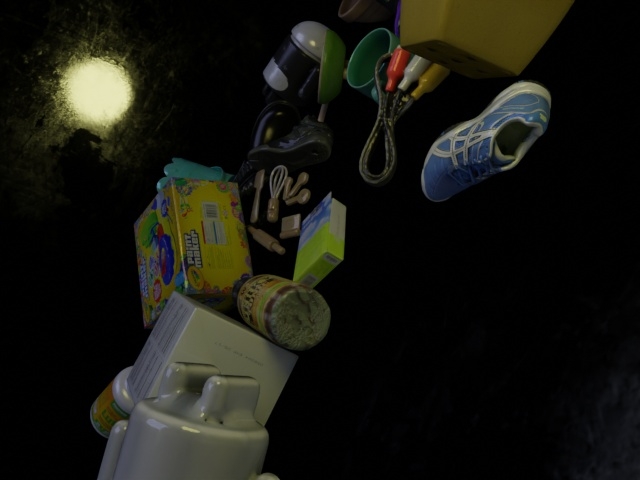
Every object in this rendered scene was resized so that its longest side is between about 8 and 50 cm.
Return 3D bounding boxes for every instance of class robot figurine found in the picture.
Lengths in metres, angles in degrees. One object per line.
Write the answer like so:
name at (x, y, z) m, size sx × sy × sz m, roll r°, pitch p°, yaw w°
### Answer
robot figurine at (-0.192, 0.355, 0.909) m, size 0.300 × 0.200 × 0.353 m, roll 11°, pitch 82°, yaw 30°
robot figurine at (-0.056, -0.510, 1.916) m, size 0.278 × 0.209 × 0.174 m, roll -51°, pitch -15°, yaw 25°

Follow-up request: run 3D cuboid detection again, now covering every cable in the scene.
cable at (0.124, -0.242, 1.160) m, size 0.287 × 0.140 × 0.072 m, roll -60°, pitch -18°, yaw -12°

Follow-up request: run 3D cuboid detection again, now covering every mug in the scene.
mug at (0.127, -0.333, 1.301) m, size 0.130 × 0.097 × 0.157 m, roll 8°, pitch 79°, yaw 55°

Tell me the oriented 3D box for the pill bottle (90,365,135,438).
pill bottle at (-0.496, 0.414, 1.698) m, size 0.246 × 0.136 × 0.136 m, roll -45°, pitch 24°, yaw 36°

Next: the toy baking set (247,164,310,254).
toy baking set at (-0.100, -0.077, 1.513) m, size 0.256 × 0.030 × 0.196 m, roll 25°, pitch 89°, yaw 51°

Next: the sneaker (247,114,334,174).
sneaker at (-0.066, -0.235, 1.589) m, size 0.228 × 0.087 × 0.130 m, roll -12°, pitch 36°, yaw 28°

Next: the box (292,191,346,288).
box at (0.000, 0.000, 1.229) m, size 0.109 × 0.042 × 0.178 m, roll -45°, pitch 24°, yaw 34°

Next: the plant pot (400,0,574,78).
plant pot at (0.233, -0.354, 0.959) m, size 0.212 × 0.212 × 0.187 m, roll -142°, pitch 70°, yaw -70°

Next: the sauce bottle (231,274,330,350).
sauce bottle at (-0.091, 0.119, 1.181) m, size 0.111 × 0.111 × 0.344 m, roll -63°, pitch 20°, yaw -9°

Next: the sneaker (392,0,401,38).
sneaker at (0.217, -0.531, 1.351) m, size 0.293 × 0.102 × 0.146 m, roll -68°, pitch 15°, yaw -4°

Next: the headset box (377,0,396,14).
headset box at (0.176, -0.693, 1.491) m, size 0.283 × 0.246 × 0.131 m, roll -63°, pitch 19°, yaw -13°

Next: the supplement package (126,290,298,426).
supplement package at (-0.204, 0.231, 1.160) m, size 0.198 × 0.199 × 0.263 m, roll -63°, pitch 19°, yaw -8°

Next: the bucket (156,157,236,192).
bucket at (-0.362, -0.097, 1.902) m, size 0.281 × 0.183 × 0.280 m, roll 12°, pitch -90°, yaw -85°

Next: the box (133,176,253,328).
box at (-0.317, 0.040, 1.585) m, size 0.279 × 0.177 × 0.289 m, roll -37°, pitch 59°, yaw 49°

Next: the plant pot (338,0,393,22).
plant pot at (0.158, -0.655, 1.685) m, size 0.237 × 0.110 × 0.237 m, roll -48°, pitch 23°, yaw 29°

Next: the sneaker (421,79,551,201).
sneaker at (0.207, -0.117, 0.841) m, size 0.211 × 0.080 × 0.081 m, roll -45°, pitch 21°, yaw 37°

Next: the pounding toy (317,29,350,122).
pounding toy at (0.055, -0.418, 1.650) m, size 0.236 × 0.110 × 0.182 m, roll 95°, pitch -178°, yaw -63°

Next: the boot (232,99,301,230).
boot at (-0.143, -0.203, 1.724) m, size 0.260 × 0.131 × 0.347 m, roll -112°, pitch 44°, yaw -74°
